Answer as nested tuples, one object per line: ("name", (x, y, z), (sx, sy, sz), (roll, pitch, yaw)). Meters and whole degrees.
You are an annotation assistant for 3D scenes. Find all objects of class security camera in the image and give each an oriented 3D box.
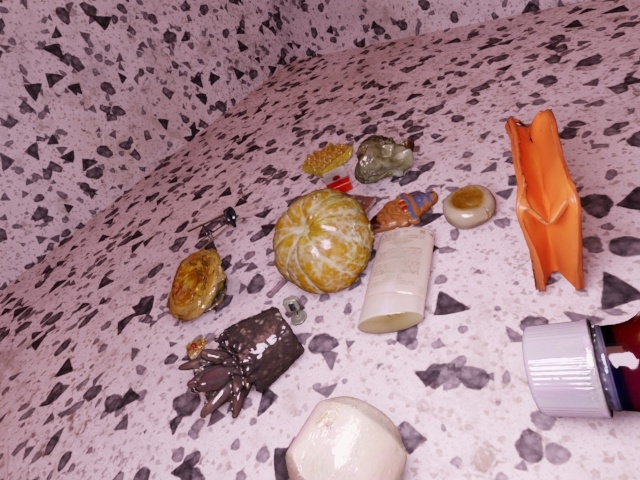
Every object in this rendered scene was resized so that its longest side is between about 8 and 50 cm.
("security camera", (-0.080, 0.205, 1.198), (0.058, 0.092, 0.058), (-17, 39, 14))

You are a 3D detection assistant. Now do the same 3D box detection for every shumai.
("shumai", (0.254, -0.309, 1.565), (0.219, 0.188, 0.255), (9, 32, 17))

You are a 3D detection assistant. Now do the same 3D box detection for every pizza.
("pizza", (-0.406, 0.348, 1.298), (0.084, 0.025, 0.078), (-21, 34, 9))

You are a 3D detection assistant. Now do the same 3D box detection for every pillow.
("pillow", (0.100, -0.131, 1.529), (0.233, 0.043, 0.126), (18, 57, 46))

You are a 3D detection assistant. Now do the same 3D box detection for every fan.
("fan", (-0.080, 0.098, 1.389), (0.057, 0.023, 0.282), (24, 60, 38))

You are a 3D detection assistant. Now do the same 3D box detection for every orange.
("orange", (0.000, 0.000, 1.230), (0.330, 0.249, 0.328), (-11, 66, 26))

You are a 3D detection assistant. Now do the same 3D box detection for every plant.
("plant", (-0.214, 0.321, 1.081), (0.321, 0.181, 0.194), (-32, 36, -13))

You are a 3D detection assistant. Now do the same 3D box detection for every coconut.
("coconut", (0.042, 0.425, 0.754), (0.225, 0.224, 0.234), (7, 37, 39))

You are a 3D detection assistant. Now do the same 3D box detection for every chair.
("chair", (-0.459, -0.052, 1.772), (0.222, 0.104, 0.095), (-37, 62, -3))

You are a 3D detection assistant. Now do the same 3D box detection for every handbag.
("handbag", (0.544, -0.111, 0.992), (0.116, 0.303, 0.409), (-9, 39, 28))

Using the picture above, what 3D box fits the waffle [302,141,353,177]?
("waffle", (0.027, -0.384, 1.870), (0.229, 0.057, 0.219), (-44, 38, -21))

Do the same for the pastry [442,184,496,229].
("pastry", (0.450, -0.098, 1.216), (0.157, 0.092, 0.156), (-20, 38, 17))

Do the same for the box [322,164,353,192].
("box", (0.070, -0.248, 1.687), (0.100, 0.048, 0.152), (-25, 34, 8))

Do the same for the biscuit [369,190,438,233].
("biscuit", (0.275, -0.100, 1.386), (0.281, 0.043, 0.183), (-24, 33, 2))

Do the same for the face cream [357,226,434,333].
("face cream", (0.220, 0.105, 1.129), (0.174, 0.081, 0.348), (-7, 41, 28))

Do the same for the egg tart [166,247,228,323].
("egg tart", (-0.431, 0.171, 1.459), (0.297, 0.132, 0.296), (-21, 48, 25))

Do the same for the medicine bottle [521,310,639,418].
("medicine bottle", (0.556, 0.205, 0.656), (0.396, 0.242, 0.242), (-14, 38, 28))
